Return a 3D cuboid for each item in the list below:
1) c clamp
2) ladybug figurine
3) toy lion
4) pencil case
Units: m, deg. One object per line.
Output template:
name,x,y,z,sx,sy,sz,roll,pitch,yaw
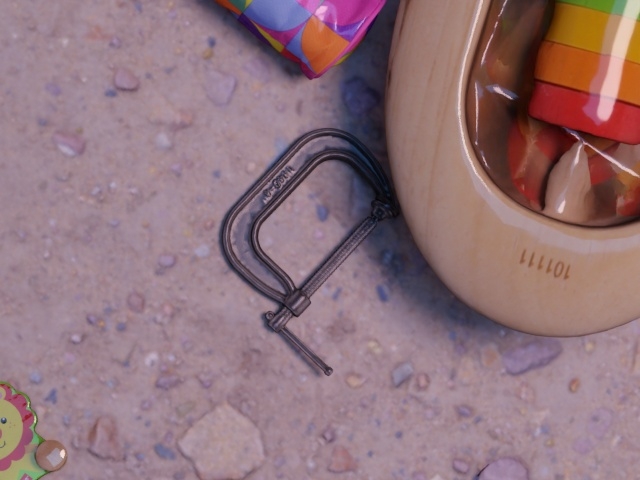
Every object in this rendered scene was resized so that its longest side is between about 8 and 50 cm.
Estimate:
c clamp,0.000,0.000,1.513,0.137,0.022,0.160,38,83,-1
ladybug figurine,0.212,-0.150,1.461,0.305,0.162,0.449,20,94,4
toy lion,-0.243,0.158,1.455,0.096,0.034,0.100,35,82,1
pencil case,-0.057,-0.227,1.477,0.236,0.104,0.104,41,81,-7
